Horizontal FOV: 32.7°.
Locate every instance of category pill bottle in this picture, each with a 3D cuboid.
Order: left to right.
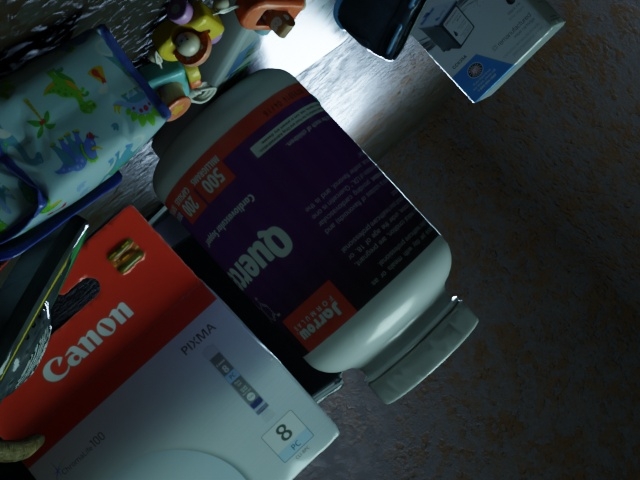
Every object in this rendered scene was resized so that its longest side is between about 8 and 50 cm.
[{"bbox_3d":[0.000,0.000,1.066,0.181,0.323,0.181,-42,177,-3],"label":"pill bottle"}]

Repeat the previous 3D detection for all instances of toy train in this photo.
[{"bbox_3d":[-0.082,-0.146,0.875,0.125,0.046,0.166,-6,153,-43],"label":"toy train"}]

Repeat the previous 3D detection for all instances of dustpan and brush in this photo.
[{"bbox_3d":[-0.171,-0.035,1.533,0.147,0.060,0.211,-43,179,8],"label":"dustpan and brush"}]

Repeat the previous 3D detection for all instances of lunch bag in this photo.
[{"bbox_3d":[-0.193,-0.055,0.724,0.151,0.096,0.129,-25,-166,46],"label":"lunch bag"}]

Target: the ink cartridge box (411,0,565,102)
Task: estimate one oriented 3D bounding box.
[{"bbox_3d":[0.186,-0.290,1.365,0.139,0.190,0.082,-45,175,28],"label":"ink cartridge box"}]

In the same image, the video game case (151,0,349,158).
[{"bbox_3d":[-0.013,-0.232,1.071,0.300,0.036,0.329,-41,177,-33],"label":"video game case"}]

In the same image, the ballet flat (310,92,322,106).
[{"bbox_3d":[-0.059,-0.127,1.226,0.079,0.077,0.221,-15,-170,-15],"label":"ballet flat"}]

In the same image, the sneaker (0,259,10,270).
[{"bbox_3d":[-0.299,0.054,0.807,0.221,0.087,0.128,-44,178,-31],"label":"sneaker"}]

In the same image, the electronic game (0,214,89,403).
[{"bbox_3d":[-0.240,0.083,0.848,0.229,0.048,0.229,-60,-171,16],"label":"electronic game"}]

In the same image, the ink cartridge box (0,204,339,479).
[{"bbox_3d":[-0.207,0.199,1.299,0.308,0.385,0.091,-42,-156,-6],"label":"ink cartridge box"}]

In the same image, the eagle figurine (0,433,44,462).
[{"bbox_3d":[-0.433,0.219,0.944,0.298,0.225,0.226,-14,140,15],"label":"eagle figurine"}]

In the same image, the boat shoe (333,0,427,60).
[{"bbox_3d":[0.119,-0.271,1.002,0.109,0.089,0.258,-40,176,-45],"label":"boat shoe"}]

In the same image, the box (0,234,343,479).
[{"bbox_3d":[-0.255,0.238,1.634,0.480,0.297,0.472,-35,175,-10],"label":"box"}]
